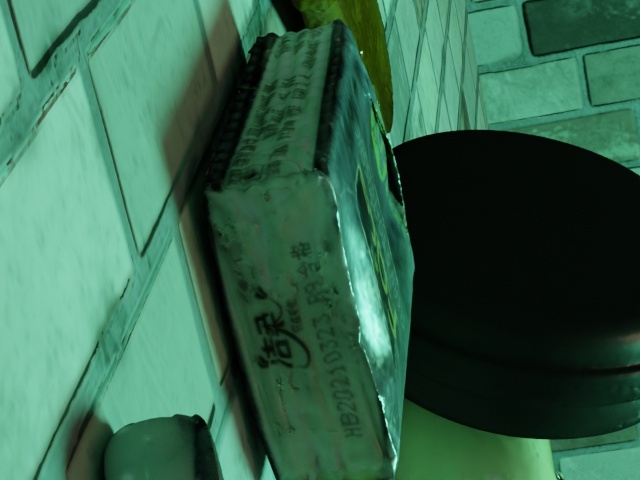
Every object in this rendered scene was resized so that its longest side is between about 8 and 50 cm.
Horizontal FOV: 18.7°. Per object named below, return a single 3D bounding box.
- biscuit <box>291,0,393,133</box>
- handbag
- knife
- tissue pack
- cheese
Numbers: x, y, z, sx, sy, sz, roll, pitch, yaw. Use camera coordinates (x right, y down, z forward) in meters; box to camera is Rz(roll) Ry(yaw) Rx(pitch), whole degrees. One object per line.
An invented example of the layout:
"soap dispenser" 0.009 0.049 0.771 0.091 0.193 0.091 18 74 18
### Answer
"biscuit" 0.004 -0.166 1.291 0.301 0.049 0.197 62 25 -63
"handbag" 0.140 0.026 1.324 0.308 0.254 0.093 -84 -176 -61
"knife" -0.031 0.183 0.736 0.073 0.041 0.265 -107 -177 -68
"tissue pack" 0.000 0.000 1.012 0.235 0.073 0.173 -79 157 -66
"cheese" 0.116 0.208 1.354 0.233 0.127 0.266 -86 165 -56
